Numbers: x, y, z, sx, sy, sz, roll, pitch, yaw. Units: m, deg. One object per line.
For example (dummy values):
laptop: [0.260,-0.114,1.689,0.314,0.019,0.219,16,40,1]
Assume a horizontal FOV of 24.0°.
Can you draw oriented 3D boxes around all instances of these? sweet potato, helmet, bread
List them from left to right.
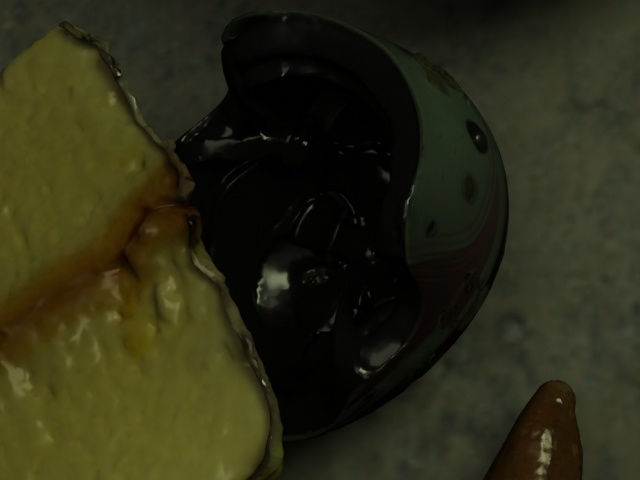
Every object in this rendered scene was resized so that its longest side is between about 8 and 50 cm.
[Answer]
bread: [-0.127,0.035,0.622,0.240,0.135,0.178,60,141,26]
helmet: [0.014,-0.007,0.638,0.153,0.107,0.177,50,130,32]
sweet potato: [0.073,0.154,0.594,0.055,0.058,0.202,12,77,-20]
